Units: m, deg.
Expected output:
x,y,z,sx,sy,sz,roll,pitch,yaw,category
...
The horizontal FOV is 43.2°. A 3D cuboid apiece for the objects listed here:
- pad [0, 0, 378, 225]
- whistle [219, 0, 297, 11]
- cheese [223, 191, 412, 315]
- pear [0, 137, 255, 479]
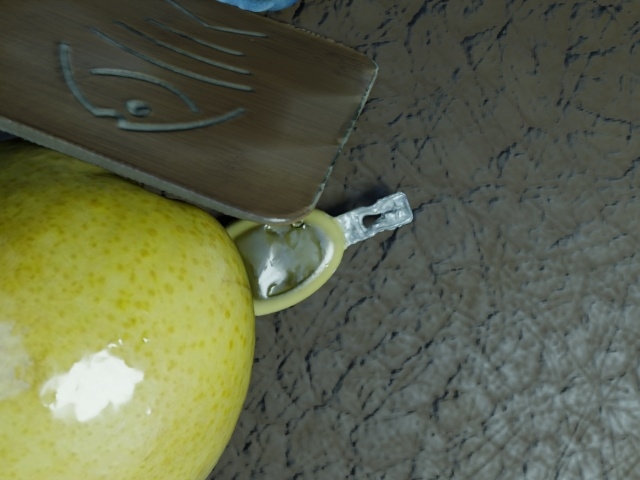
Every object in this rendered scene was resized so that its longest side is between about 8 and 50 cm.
x,y,z,sx,sy,sz,roll,pitch,yaw,category
-0.112,-0.128,0.601,0.286,0.284,0.018,20,126,3,pad
-0.062,-0.240,0.679,0.157,0.090,0.090,20,87,3,whistle
0.000,0.000,0.685,0.162,0.036,0.086,-21,87,0,cheese
-0.201,0.080,0.556,0.314,0.314,0.315,0,86,1,pear
